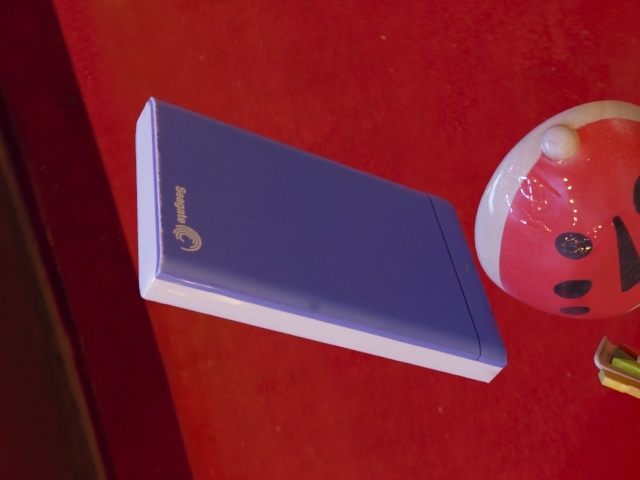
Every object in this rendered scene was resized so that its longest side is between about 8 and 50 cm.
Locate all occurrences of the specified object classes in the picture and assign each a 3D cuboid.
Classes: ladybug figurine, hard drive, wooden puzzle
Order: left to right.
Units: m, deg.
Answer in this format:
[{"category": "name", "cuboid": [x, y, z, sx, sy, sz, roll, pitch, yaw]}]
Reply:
[{"category": "hard drive", "cuboid": [0.000, 0.000, 0.821, 0.318, 0.210, 0.040, 17, 129, -26]}, {"category": "ladybug figurine", "cuboid": [0.369, -0.017, 1.294, 0.305, 0.162, 0.449, -38, 147, 8]}, {"category": "wooden puzzle", "cuboid": [0.232, 0.092, 0.677, 0.078, 0.116, 0.014, 25, 106, 10]}]
